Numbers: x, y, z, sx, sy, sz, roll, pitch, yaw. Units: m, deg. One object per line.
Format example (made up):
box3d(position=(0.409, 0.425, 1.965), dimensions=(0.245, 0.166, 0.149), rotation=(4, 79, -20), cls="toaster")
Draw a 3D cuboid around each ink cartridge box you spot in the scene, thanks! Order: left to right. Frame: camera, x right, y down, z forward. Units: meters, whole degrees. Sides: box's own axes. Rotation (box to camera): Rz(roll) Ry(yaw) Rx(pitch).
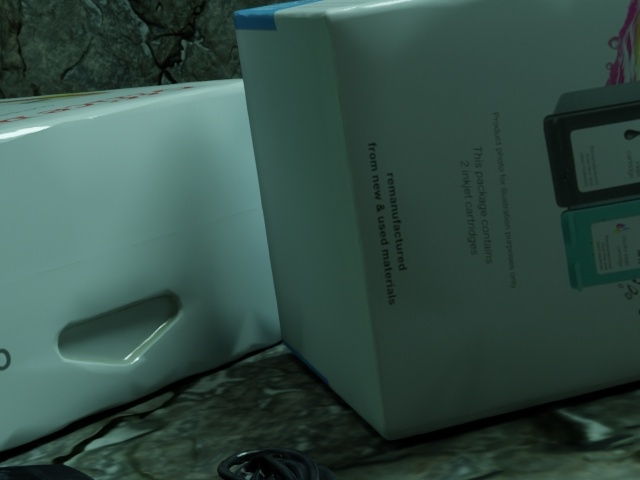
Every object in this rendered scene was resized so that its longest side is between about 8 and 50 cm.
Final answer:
box3d(position=(-0.246, 0.004, 0.848), dimensions=(0.385, 0.160, 0.279), rotation=(2, 15, 43), cls="ink cartridge box")
box3d(position=(0.117, -0.043, 0.706), dimensions=(0.270, 0.197, 0.198), rotation=(-11, 12, -14), cls="ink cartridge box")

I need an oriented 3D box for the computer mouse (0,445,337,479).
box3d(position=(-0.102, 0.118, 0.447), dimensions=(0.262, 0.060, 0.184), rotation=(0, 4, -18), cls="computer mouse")
